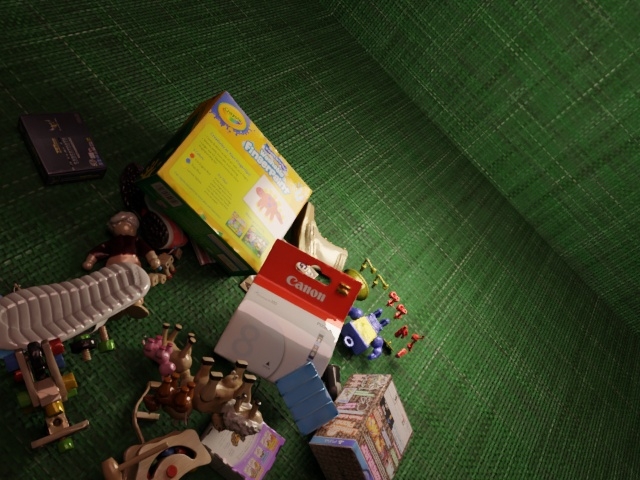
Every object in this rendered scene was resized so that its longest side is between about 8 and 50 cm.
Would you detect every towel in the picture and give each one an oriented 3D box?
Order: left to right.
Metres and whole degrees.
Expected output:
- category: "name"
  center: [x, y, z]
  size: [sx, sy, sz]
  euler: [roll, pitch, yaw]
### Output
- category: "towel"
  center: [-0.336, 0.007, 1.940]
  size: [0.197, 0.029, 0.144]
  euler: [-9, 66, -41]

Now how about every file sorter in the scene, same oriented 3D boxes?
- category: "file sorter"
  center: [-0.036, 0.429, 1.607]
  size: [0.118, 0.104, 0.170]
  euler: [-28, 77, -9]

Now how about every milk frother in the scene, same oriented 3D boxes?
- category: "milk frother"
  center: [-0.008, 0.453, 1.808]
  size: [0.143, 0.129, 0.134]
  euler: [-11, 54, 7]

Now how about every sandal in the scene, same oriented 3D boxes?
- category: "sandal"
  center: [-0.616, 0.180, 1.464]
  size: [0.416, 0.102, 0.169]
  euler: [-19, 57, -37]

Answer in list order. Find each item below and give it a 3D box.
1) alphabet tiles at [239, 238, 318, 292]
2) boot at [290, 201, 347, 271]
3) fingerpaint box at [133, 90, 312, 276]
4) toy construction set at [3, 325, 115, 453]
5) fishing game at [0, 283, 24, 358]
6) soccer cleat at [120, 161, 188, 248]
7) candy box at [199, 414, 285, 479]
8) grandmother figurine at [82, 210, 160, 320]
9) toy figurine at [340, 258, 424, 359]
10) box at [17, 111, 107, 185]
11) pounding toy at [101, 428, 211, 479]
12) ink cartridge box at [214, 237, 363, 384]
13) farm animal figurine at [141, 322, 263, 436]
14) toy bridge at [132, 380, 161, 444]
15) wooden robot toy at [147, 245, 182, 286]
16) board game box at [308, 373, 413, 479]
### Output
- category: "alphabet tiles"
  center: [-0.148, 0.116, 1.964]
  size: [0.198, 0.009, 0.237]
  euler: [46, 58, 1]
- category: "boot"
  center: [0.000, 0.000, 2.148]
  size: [0.203, 0.095, 0.262]
  euler: [21, 54, -23]
- category: "fingerpaint box"
  center: [-0.287, -0.168, 1.847]
  size: [0.445, 0.163, 0.371]
  euler: [47, 57, -28]
- category: "toy construction set"
  center: [-0.625, 0.356, 1.278]
  size: [0.309, 0.257, 0.237]
  euler: [-5, 70, -51]
- category: "fishing game"
  center: [-0.769, 0.200, 1.399]
  size: [0.189, 0.041, 0.264]
  euler: [48, 26, 5]
- category: "soccer cleat"
  center: [-0.522, -0.105, 1.843]
  size: [0.318, 0.108, 0.116]
  euler: [58, 20, 19]
- category: "candy box"
  center: [-0.217, 0.547, 1.576]
  size: [0.196, 0.070, 0.165]
  euler: [41, 43, -5]
- category: "grandmother figurine"
  center: [-0.563, 0.059, 1.672]
  size: [0.208, 0.104, 0.342]
  euler: [3, 53, -19]
- category: "toy figurine"
  center: [0.147, 0.270, 1.994]
  size: [0.217, 0.191, 0.362]
  euler: [-29, 82, -39]
- category: "box"
  center: [-0.784, -0.284, 1.792]
  size: [0.183, 0.059, 0.232]
  euler: [-16, 68, -43]
- category: "pounding toy"
  center: [-0.369, 0.545, 1.379]
  size: [0.269, 0.155, 0.154]
  euler: [-7, 79, -48]
- category: "ink cartridge box"
  center: [-0.085, 0.226, 1.731]
  size: [0.308, 0.091, 0.385]
  euler: [28, 83, -2]
- category: "farm animal figurine"
  center: [-0.319, 0.378, 1.511]
  size: [0.327, 0.172, 0.330]
  euler: [18, 15, -16]
- category: "toy bridge"
  center: [-0.446, 0.451, 1.505]
  size: [0.063, 0.026, 0.188]
  euler: [17, 49, -27]
- category: "wooden robot toy"
  center: [-0.484, 0.076, 1.759]
  size: [0.079, 0.076, 0.173]
  euler: [11, 41, 15]
- category: "board game box"
  center: [0.128, 0.569, 1.706]
  size: [0.291, 0.141, 0.232]
  euler: [-48, 122, -48]
